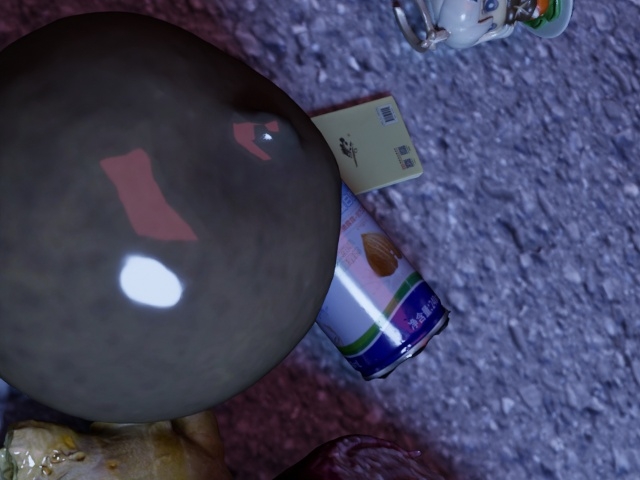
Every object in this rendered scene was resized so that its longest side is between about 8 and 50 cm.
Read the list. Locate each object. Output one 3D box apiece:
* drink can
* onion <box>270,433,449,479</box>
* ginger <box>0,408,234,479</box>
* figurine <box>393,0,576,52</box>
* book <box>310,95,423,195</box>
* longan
[{"bbox_3d":[0.000,0.000,1.226,0.097,0.097,0.235,-42,98,-31],"label":"drink can"},{"bbox_3d":[0.028,0.310,1.044,0.282,0.336,0.260,43,100,19],"label":"onion"},{"bbox_3d":[-0.156,0.190,1.080,0.216,0.102,0.157,-12,74,-30],"label":"ginger"},{"bbox_3d":[0.138,-0.225,1.369,0.153,0.132,0.132,-24,87,-19],"label":"figurine"},{"bbox_3d":[0.032,-0.080,1.314,0.111,0.014,0.077,-18,82,-32],"label":"book"},{"bbox_3d":[-0.132,-0.015,1.053,0.297,0.297,0.297,9,71,-26],"label":"longan"}]
